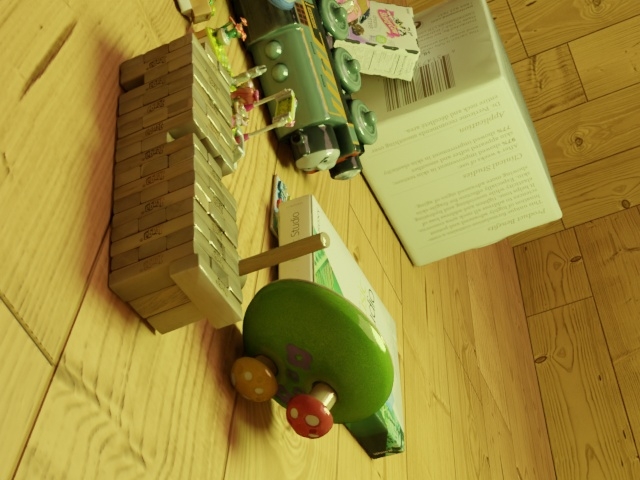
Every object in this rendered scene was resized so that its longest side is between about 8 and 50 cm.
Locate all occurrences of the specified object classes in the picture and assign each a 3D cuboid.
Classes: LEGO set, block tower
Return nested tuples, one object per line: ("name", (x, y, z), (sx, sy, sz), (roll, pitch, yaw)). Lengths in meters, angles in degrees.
("LEGO set", (-0.101, -0.211, 1.329), (0.132, 0.107, 0.287), (50, 26, -52))
("block tower", (-0.143, -0.064, 1.043), (0.091, 0.097, 0.335), (54, 20, -45))

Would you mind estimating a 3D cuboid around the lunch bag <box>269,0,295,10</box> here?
("lunch bag", (-0.090, -0.487, 1.479), (0.243, 0.115, 0.303), (34, 36, -37))

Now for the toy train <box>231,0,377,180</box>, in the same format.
("toy train", (-0.025, -0.253, 1.617), (0.190, 0.142, 0.334), (0, 72, -61))

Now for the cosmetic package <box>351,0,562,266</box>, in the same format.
("cosmetic package", (0.260, -0.223, 2.163), (0.327, 0.329, 0.394), (-93, 159, -47))

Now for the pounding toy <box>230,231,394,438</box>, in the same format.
("pounding toy", (-0.037, 0.122, 1.099), (0.110, 0.183, 0.237), (-48, 120, -43))

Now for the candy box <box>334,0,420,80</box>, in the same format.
("candy box", (0.082, -0.391, 2.009), (0.165, 0.196, 0.070), (-93, -165, -47))

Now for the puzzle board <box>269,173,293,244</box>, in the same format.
("puzzle board", (-0.044, -0.022, 1.477), (0.128, 0.011, 0.096), (-88, 153, -53))

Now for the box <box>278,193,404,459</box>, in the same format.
("box", (0.031, 0.123, 1.449), (0.322, 0.058, 0.232), (55, 25, -43))

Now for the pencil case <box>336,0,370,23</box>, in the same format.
("pencil case", (-0.014, -0.542, 1.782), (0.160, 0.167, 0.386), (-38, 135, -30))
